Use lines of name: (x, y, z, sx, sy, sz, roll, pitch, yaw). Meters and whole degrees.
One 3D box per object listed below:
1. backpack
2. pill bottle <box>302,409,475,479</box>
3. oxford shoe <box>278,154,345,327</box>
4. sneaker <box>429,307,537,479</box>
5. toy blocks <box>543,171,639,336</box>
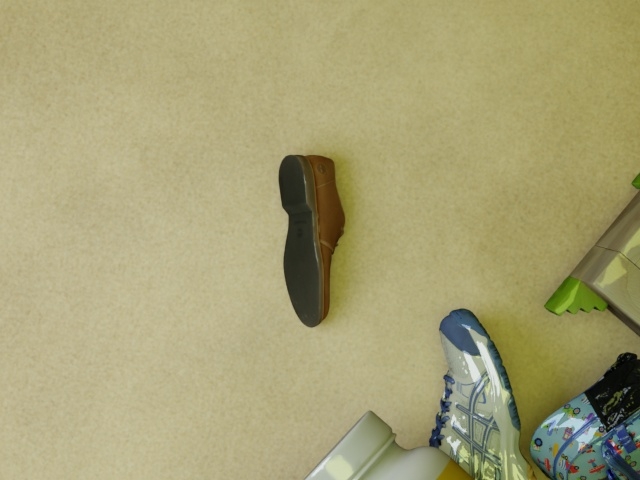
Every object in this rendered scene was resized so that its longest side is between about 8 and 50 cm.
backpack: (0.341, 0.240, 1.610, 0.173, 0.158, 0.117, -35, 43, 6)
pill bottle: (0.128, 0.353, 1.530, 0.334, 0.188, 0.188, 43, 89, 5)
oxford shoe: (0.000, 0.000, 1.681, 0.076, 0.076, 0.212, -6, 99, -38)
sneaker: (0.173, 0.233, 1.639, 0.131, 0.112, 0.296, -15, 86, 1)
toy blocks: (0.491, 0.019, 1.623, 0.261, 0.191, 0.381, 40, 88, -8)
